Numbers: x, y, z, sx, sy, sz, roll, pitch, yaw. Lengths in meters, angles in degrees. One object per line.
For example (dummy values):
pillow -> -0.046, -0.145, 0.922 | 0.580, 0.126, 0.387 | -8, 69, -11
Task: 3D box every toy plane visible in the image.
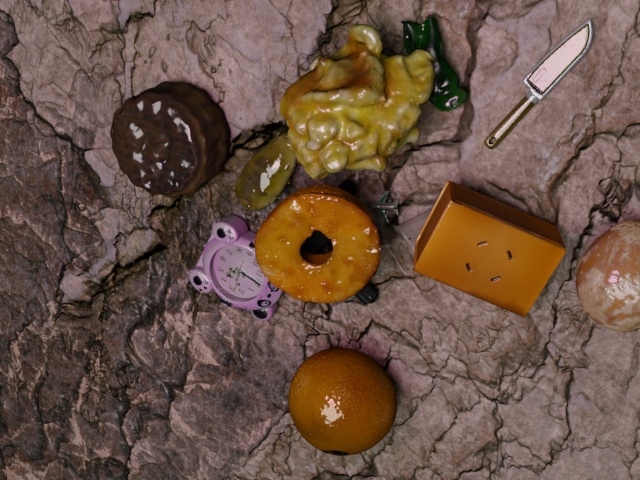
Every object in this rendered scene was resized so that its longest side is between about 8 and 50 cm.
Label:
toy plane -> 0.152, -0.083, 1.985 | 0.083, 0.033, 0.080 | 8, 113, 27

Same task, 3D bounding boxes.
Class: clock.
clock -> -0.197, 0.077, 2.155 | 0.247, 0.090, 0.228 | 33, 118, 6

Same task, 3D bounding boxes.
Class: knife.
knife -> 0.461, -0.331, 1.771 | 0.061, 0.027, 0.343 | 45, 119, 6

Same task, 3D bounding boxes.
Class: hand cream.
hand cream -> 0.267, -0.044, 1.945 | 0.186, 0.054, 0.087 | -37, 94, 34

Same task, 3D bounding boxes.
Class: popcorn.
popcorn -> 0.077, -0.282, 1.805 | 0.274, 0.335, 0.279 | 49, 162, -2

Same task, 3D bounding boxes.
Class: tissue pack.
tissue pack -> 0.369, 0.012, 1.835 | 0.274, 0.145, 0.194 | 23, 119, -5

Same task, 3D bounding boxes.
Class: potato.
potato -> -0.127, -0.168, 2.033 | 0.117, 0.090, 0.225 | 42, 112, 10

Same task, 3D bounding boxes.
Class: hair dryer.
hair dryer -> 0.063, 0.020, 2.032 | 0.302, 0.116, 0.244 | 44, 119, -11

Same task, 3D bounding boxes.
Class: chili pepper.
chili pepper -> 0.243, -0.388, 1.819 | 0.098, 0.061, 0.224 | -21, 102, 34

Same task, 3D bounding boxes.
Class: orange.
orange -> 0.056, 0.402, 2.076 | 0.274, 0.274, 0.274 | 7, 112, 19

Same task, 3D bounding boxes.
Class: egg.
egg -> 0.647, 0.077, 1.750 | 0.203, 0.203, 0.245 | 17, 108, 15

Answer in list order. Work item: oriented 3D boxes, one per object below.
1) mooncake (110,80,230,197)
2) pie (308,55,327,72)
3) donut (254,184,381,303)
mooncake -> -0.376, -0.247, 2.064 | 0.290, 0.161, 0.291 | 8, 114, 19
pie -> 0.010, -0.391, 1.934 | 0.084, 0.020, 0.085 | 7, 110, 21
donut -> 0.000, 0.000, 1.913 | 0.302, 0.110, 0.303 | 4, 122, 7
